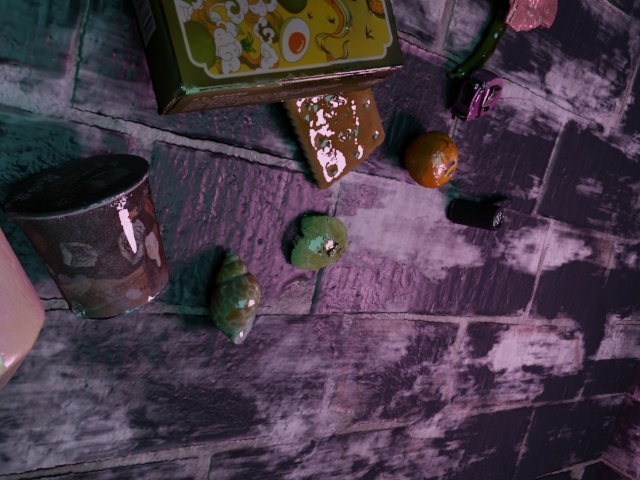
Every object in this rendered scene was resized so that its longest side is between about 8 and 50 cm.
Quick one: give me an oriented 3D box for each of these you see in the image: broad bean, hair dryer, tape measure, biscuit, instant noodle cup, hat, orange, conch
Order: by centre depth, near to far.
[{"bbox_3d":[-0.353,-0.005,0.861,0.217,0.217,0.207,-26,125,-26],"label":"instant noodle cup"},{"bbox_3d":[-0.174,0.127,1.092,0.116,0.106,0.173,-44,148,-42],"label":"conch"},{"bbox_3d":[0.025,-0.278,1.098,0.217,0.044,0.325,-39,133,-18],"label":"biscuit"},{"bbox_3d":[0.262,-0.195,1.277,0.135,0.117,0.135,-30,144,-26],"label":"orange"},{"bbox_3d":[0.539,-0.663,1.312,0.236,0.107,0.286,-26,135,-41],"label":"hat"},{"bbox_3d":[0.388,-0.354,1.323,0.118,0.074,0.125,-24,144,-34],"label":"tape measure"},{"bbox_3d":[0.396,-0.468,1.325,0.227,0.039,0.069,-48,120,-12],"label":"broad bean"},{"bbox_3d":[0.477,-0.089,1.470,0.255,0.128,0.070,-19,115,-41],"label":"hair dryer"}]

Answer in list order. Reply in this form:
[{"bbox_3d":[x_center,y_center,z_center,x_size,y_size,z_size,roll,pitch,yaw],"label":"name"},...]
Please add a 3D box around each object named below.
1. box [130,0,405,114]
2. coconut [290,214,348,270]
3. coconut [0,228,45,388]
[{"bbox_3d":[-0.095,-0.419,0.866,0.420,0.138,0.373,-15,94,-28],"label":"box"},{"bbox_3d":[0.002,0.003,1.200,0.158,0.055,0.133,-36,124,-22],"label":"coconut"},{"bbox_3d":[-0.536,0.101,0.707,0.297,0.297,0.309,-30,116,-24],"label":"coconut"}]
